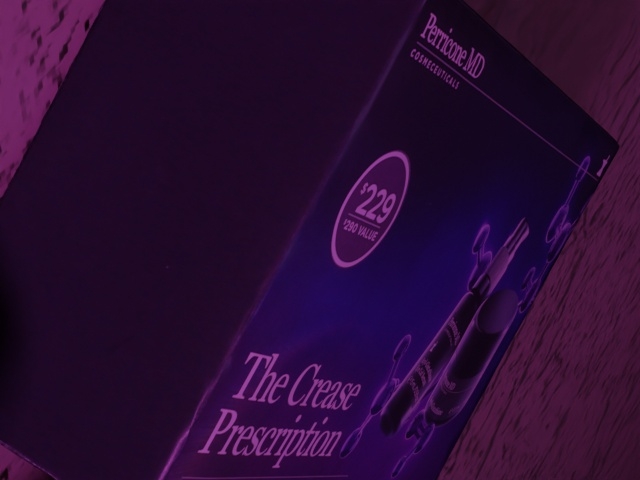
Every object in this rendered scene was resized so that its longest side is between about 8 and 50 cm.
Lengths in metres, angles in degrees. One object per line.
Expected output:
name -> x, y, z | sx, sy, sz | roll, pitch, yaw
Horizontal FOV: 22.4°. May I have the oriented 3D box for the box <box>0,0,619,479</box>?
box -> 0.000, 0.000, 0.587 | 0.184, 0.103, 0.261 | -64, 157, 3
